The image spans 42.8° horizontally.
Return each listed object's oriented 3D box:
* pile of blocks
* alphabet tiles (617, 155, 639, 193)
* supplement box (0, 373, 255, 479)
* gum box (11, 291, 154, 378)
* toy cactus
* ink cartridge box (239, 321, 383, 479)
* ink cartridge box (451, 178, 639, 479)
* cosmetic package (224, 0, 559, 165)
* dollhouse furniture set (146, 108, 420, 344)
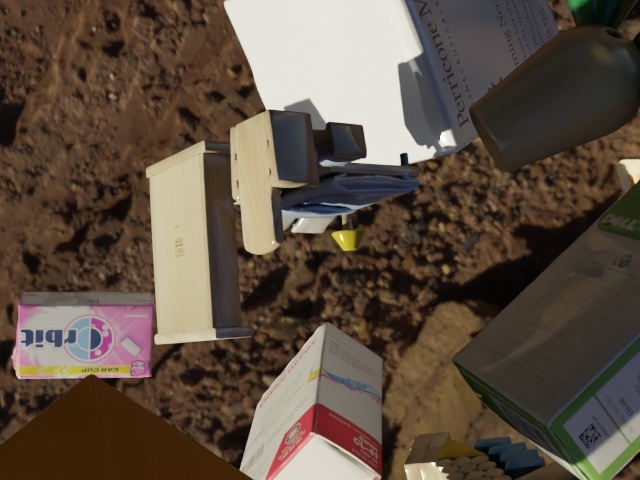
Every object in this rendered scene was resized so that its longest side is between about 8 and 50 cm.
[{"bbox_3d":[0.211,0.294,0.852,0.149,0.362,0.113,-17,98,-16],"label":"pile of blocks"},{"bbox_3d":[0.580,-0.064,1.205,0.021,0.284,0.278,-34,112,-31],"label":"alphabet tiles"},{"bbox_3d":[-0.127,0.203,0.346,0.129,0.191,0.194,31,118,9],"label":"supplement box"},{"bbox_3d":[-0.330,0.130,1.136,0.188,0.062,0.107,2,103,-16],"label":"gum box"},{"bbox_3d":[0.154,-0.088,0.366,0.180,0.219,0.112,-29,151,6],"label":"toy cactus"},{"bbox_3d":[-0.015,0.305,1.276,0.131,0.306,0.226,35,113,-9],"label":"ink cartridge box"},{"bbox_3d":[0.192,0.037,0.490,0.209,0.109,0.062,-43,110,-6],"label":"ink cartridge box"},{"bbox_3d":[0.134,-0.324,1.309,0.393,0.327,0.329,-36,108,-41],"label":"cosmetic package"},{"bbox_3d":[0.000,0.000,0.901,0.303,0.286,0.198,0,83,-37],"label":"dollhouse furniture set"}]
